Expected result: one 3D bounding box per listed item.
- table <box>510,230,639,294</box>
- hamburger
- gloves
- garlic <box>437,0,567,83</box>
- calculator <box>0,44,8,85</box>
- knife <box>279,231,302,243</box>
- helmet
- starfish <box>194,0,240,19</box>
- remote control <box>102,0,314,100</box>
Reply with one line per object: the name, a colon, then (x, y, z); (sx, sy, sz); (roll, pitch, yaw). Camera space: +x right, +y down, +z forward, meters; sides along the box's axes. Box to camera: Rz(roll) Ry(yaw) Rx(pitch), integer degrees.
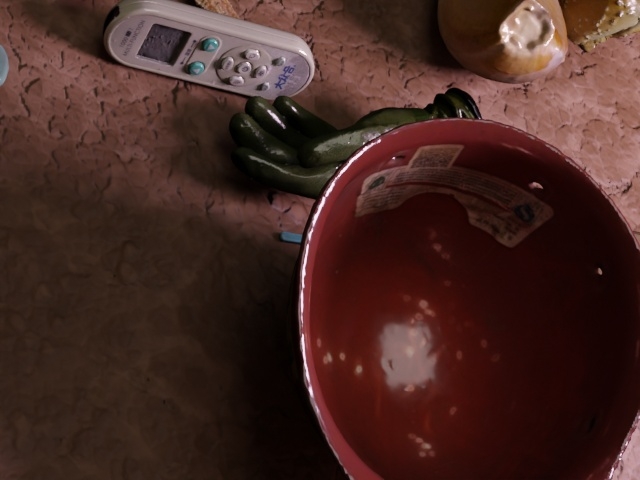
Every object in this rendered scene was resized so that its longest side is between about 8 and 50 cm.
table: (0.277, 0.048, 1.695); (0.227, 0.167, 0.167); (11, 59, -17)
hamburger: (0.322, -0.338, 1.898); (0.122, 0.189, 0.215); (-4, 78, -41)
gloves: (0.036, -0.095, 1.637); (0.268, 0.135, 0.107); (-4, 92, -21)
garlic: (0.208, -0.275, 1.814); (0.145, 0.164, 0.245); (7, 54, -10)
calculator: (-0.421, -0.182, 1.449); (0.295, 0.042, 0.184); (19, 56, -19)
knife: (0.000, 0.000, 1.632); (0.091, 0.005, 0.014); (9, 62, -28)
helmet: (0.104, 0.099, 1.498); (0.337, 0.230, 0.385); (7, 74, -19)
starfish: (-0.183, -0.306, 1.662); (0.231, 0.048, 0.295); (-19, 78, -48)
remote control: (-0.109, -0.191, 1.623); (0.221, 0.078, 0.042); (13, 46, -26)
